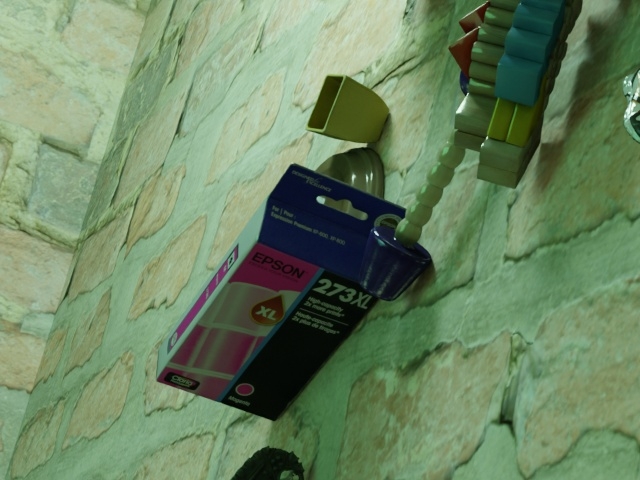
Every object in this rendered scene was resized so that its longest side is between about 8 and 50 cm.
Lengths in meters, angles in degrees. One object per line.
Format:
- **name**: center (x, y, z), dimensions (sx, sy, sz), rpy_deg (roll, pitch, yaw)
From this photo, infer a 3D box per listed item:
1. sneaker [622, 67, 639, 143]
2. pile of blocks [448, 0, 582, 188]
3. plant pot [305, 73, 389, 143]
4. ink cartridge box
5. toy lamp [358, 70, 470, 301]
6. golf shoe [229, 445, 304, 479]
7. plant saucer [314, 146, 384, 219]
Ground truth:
- **sneaker**: center (0.297, -0.124, 1.367), dimensions (0.044, 0.040, 0.109), rpy_deg (-49, 27, 39)
- **pile of blocks**: center (0.197, -0.241, 1.547), dimensions (0.149, 0.113, 0.362), rpy_deg (40, -112, -71)
- **plant pot**: center (0.041, -0.167, 2.021), dimensions (0.081, 0.083, 0.081), rpy_deg (-68, 19, -1)
- **ink cartridge box**: center (-0.046, 0.073, 1.864), dimensions (0.371, 0.176, 0.069), rpy_deg (-54, 24, 36)
- **toy lamp**: center (0.124, -0.058, 1.700), dimensions (0.274, 0.080, 0.080), rpy_deg (-64, 20, 16)
- **golf shoe**: center (-0.097, 0.375, 1.803), dimensions (0.120, 0.105, 0.273), rpy_deg (150, 138, -71)
- **plant saucer**: center (0.000, 0.000, 2.027), dimensions (0.278, 0.041, 0.278), rpy_deg (-54, 23, 36)
